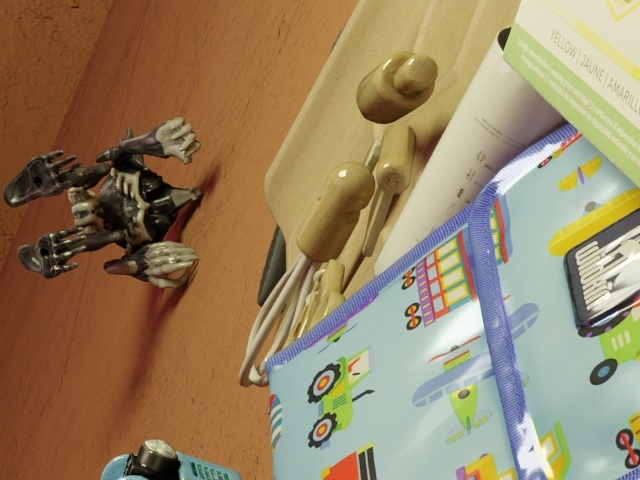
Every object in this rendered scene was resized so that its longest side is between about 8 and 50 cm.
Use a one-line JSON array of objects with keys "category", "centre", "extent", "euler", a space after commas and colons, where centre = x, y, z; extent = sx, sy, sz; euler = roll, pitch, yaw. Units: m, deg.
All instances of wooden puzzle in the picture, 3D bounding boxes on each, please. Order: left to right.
[{"category": "wooden puzzle", "centre": [0.070, -0.021, 1.057], "extent": [0.348, 0.080, 0.322], "euler": [-99, 31, -49]}]

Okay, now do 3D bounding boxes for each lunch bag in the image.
[{"category": "lunch bag", "centre": [0.119, 0.059, 0.748], "extent": [0.293, 0.138, 0.221], "euler": [-46, 25, 24]}]

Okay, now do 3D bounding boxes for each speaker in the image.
[{"category": "speaker", "centre": [0.075, -0.028, 0.855], "extent": [0.055, 0.055, 0.136], "euler": [-95, 27, -55]}]

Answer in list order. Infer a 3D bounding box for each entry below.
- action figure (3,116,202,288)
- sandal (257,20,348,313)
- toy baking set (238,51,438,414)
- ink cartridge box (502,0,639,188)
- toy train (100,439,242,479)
[{"category": "action figure", "centre": [-0.177, -0.030, 1.791], "extent": [0.275, 0.141, 0.164], "euler": [-14, -82, -65]}, {"category": "sandal", "centre": [0.011, -0.055, 1.354], "extent": [0.097, 0.054, 0.254], "euler": [-80, 6, -52]}, {"category": "toy baking set", "centre": [0.003, -0.006, 0.994], "extent": [0.256, 0.030, 0.197], "euler": [-162, 97, -84]}, {"category": "ink cartridge box", "centre": [0.154, -0.142, 0.682], "extent": [0.171, 0.056, 0.235], "euler": [-122, 45, -61]}, {"category": "toy train", "centre": [-0.124, 0.236, 1.358], "extent": [0.080, 0.105, 0.184], "euler": [-126, 57, -77]}]
